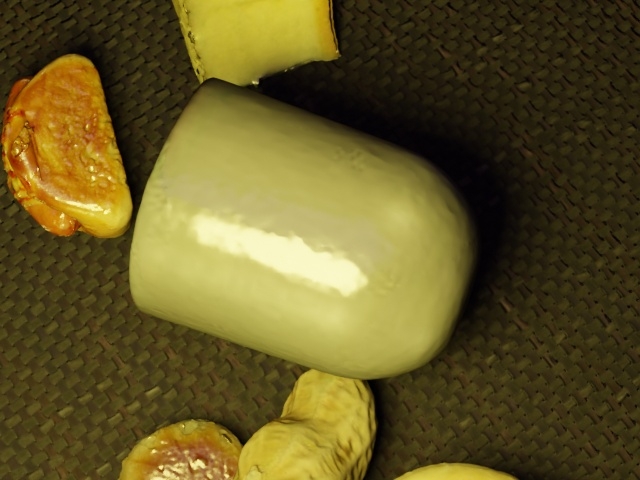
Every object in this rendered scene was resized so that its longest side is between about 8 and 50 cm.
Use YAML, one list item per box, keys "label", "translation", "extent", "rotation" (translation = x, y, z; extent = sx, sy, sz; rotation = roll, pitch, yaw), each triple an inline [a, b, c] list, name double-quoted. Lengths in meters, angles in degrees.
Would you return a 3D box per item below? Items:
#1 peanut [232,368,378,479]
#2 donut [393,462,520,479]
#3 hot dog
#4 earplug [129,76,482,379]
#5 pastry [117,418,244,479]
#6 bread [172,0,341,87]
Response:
- label: "peanut"
  translation: [-0.018, 0.268, 1.580]
  extent: [0.153, 0.140, 0.325]
  rotation: [45, 39, -15]
- label: "donut"
  translation: [0.162, 0.489, 1.507]
  extent: [0.448, 0.198, 0.449]
  rotation: [2, 78, -9]
- label: "hot dog"
  translation: [-0.353, -0.117, 1.728]
  extent: [0.153, 0.150, 0.257]
  rotation: [-14, 75, -12]
- label: "earplug"
  translation: [0.000, 0.000, 1.590]
  extent: [0.394, 0.313, 0.313]
  rotation: [18, 76, 9]
- label: "pastry"
  translation: [-0.158, 0.325, 1.630]
  extent: [0.182, 0.093, 0.193]
  rotation: [-26, 75, -8]
- label: "bread"
  translation: [-0.088, -0.372, 1.716]
  extent: [0.248, 0.315, 0.279]
  rotation: [-18, 85, -2]
